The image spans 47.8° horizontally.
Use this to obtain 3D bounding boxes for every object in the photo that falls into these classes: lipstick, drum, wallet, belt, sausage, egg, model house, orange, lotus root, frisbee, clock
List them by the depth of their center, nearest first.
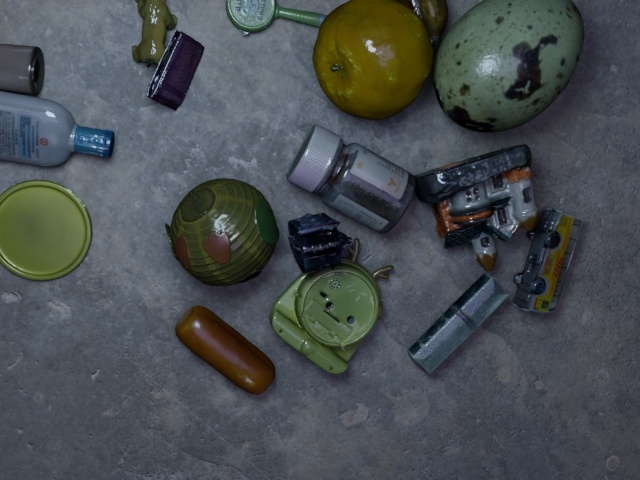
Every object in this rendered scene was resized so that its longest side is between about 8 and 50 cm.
[{"bbox_3d":[0.120,-0.409,1.616,0.235,0.279,0.279,-28,103,-33],"label":"orange"},{"bbox_3d":[-0.322,-0.382,1.633,0.030,0.111,0.166,28,96,25],"label":"wallet"},{"bbox_3d":[0.428,-0.414,1.647,0.379,0.287,0.287,-42,102,-15],"label":"egg"},{"bbox_3d":[-0.092,-0.547,1.668,0.253,0.049,0.130,-7,99,-8],"label":"drum"},{"bbox_3d":[-0.001,0.000,1.676,0.128,0.218,0.122,-12,103,-10],"label":"belt"},{"bbox_3d":[-0.650,-0.024,1.677,0.236,0.017,0.236,-1,99,-8],"label":"frisbee"},{"bbox_3d":[0.235,-0.538,1.688,0.120,0.120,0.209,-19,102,-5],"label":"lotus root"},{"bbox_3d":[0.393,-0.062,1.739,0.271,0.190,0.301,-18,101,-7],"label":"model house"},{"bbox_3d":[-0.225,0.267,1.740,0.274,0.105,0.105,41,91,-11],"label":"sausage"},{"bbox_3d":[0.041,0.150,1.765,0.235,0.096,0.308,38,90,-11],"label":"clock"},{"bbox_3d":[0.344,0.212,1.827,0.076,0.077,0.289,43,91,-12],"label":"lipstick"}]

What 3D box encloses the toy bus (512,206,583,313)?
[{"bbox_3d":[0.576,0.054,1.837,0.106,0.092,0.268,14,95,-20],"label":"toy bus"}]

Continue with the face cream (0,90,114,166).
[{"bbox_3d":[-0.632,-0.242,1.602,0.337,0.080,0.163,8,123,-9],"label":"face cream"}]

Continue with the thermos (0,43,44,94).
[{"bbox_3d":[-0.717,-0.366,1.584,0.193,0.105,0.137,4,129,-6],"label":"thermos"}]

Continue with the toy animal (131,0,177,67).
[{"bbox_3d":[-0.372,-0.481,1.610,0.103,0.101,0.218,4,97,-7],"label":"toy animal"}]

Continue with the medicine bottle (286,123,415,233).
[{"bbox_3d":[0.072,-0.144,1.693,0.273,0.165,0.165,29,93,-11],"label":"medicine bottle"}]

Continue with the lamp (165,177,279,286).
[{"bbox_3d":[-0.209,-0.007,1.648,0.250,0.250,0.284,-41,141,-1],"label":"lamp"}]
